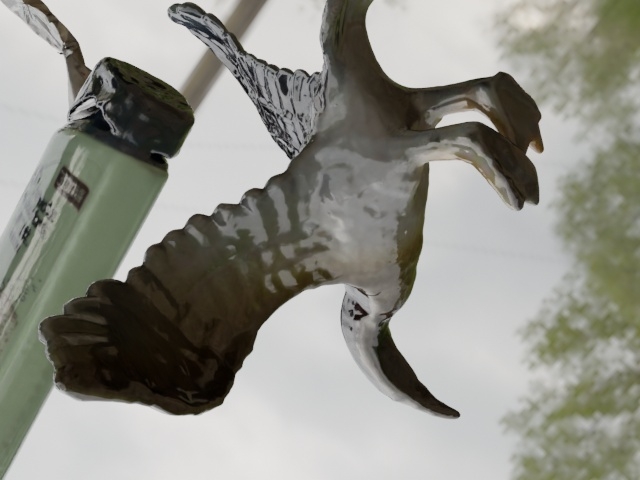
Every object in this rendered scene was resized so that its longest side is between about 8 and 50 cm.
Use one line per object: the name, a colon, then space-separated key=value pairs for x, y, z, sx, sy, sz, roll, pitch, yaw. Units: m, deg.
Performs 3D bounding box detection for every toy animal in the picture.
toy animal: x=0.014 y=-0.003 z=0.626 sx=0.197 sy=0.160 sz=0.272 roll=44 pitch=-142 yaw=-15

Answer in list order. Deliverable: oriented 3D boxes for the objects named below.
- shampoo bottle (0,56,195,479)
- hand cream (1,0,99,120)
shampoo bottle: x=-0.213 y=0.034 z=1.207 sx=0.078 sy=0.359 sz=0.134 roll=22 pitch=-166 yaw=-31
hand cream: x=-0.269 y=-0.195 z=1.567 sx=0.257 sy=0.050 sz=0.084 roll=52 pitch=168 yaw=16
